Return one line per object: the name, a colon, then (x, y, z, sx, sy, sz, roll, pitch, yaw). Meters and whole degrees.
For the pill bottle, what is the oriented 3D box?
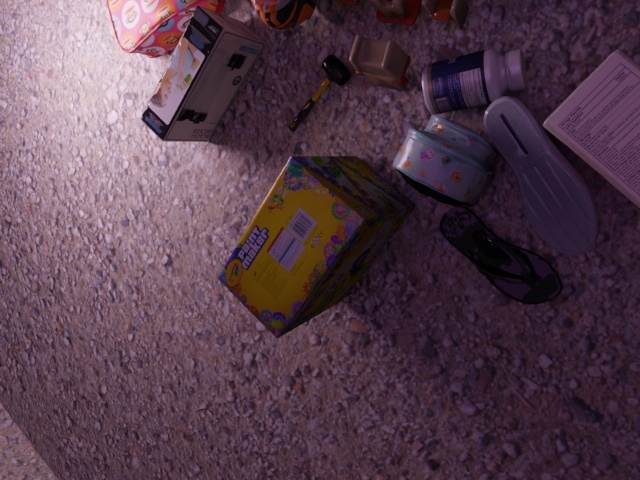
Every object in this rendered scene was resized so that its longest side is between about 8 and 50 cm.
pill bottle: (0.277, -0.290, 0.932, 0.170, 0.094, 0.094, -5, 96, 28)

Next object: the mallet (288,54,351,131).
mallet: (-0.016, -0.319, 1.124, 0.190, 0.039, 0.062, -38, 79, 32)

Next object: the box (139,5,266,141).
box: (-0.267, -0.364, 1.176, 0.087, 0.169, 0.290, 44, 114, 13)

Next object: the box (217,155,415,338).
box: (0.000, 0.000, 1.024, 0.177, 0.279, 0.290, 42, 114, 16)

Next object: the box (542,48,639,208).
box: (0.498, -0.161, 0.815, 0.232, 0.127, 0.148, 48, 116, 14)

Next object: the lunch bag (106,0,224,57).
lunch bag: (-0.384, -0.605, 1.226, 0.293, 0.120, 0.258, -18, 89, 30)

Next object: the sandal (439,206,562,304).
sandal: (0.330, 0.035, 0.978, 0.254, 0.054, 0.097, 38, 114, 18)

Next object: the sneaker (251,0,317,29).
sneaker: (-0.035, -0.571, 1.022, 0.125, 0.180, 0.321, 34, 95, 4)

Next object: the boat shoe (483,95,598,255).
boat shoe: (0.393, -0.120, 0.895, 0.109, 0.094, 0.302, -27, 91, 43)

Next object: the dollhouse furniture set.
dollhouse furniture set: (0.146, -0.437, 0.984, 0.262, 0.135, 0.259, 20, 96, 24)

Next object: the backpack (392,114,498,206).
backpack: (0.224, -0.141, 0.931, 0.166, 0.188, 0.144, 35, 113, 20)
